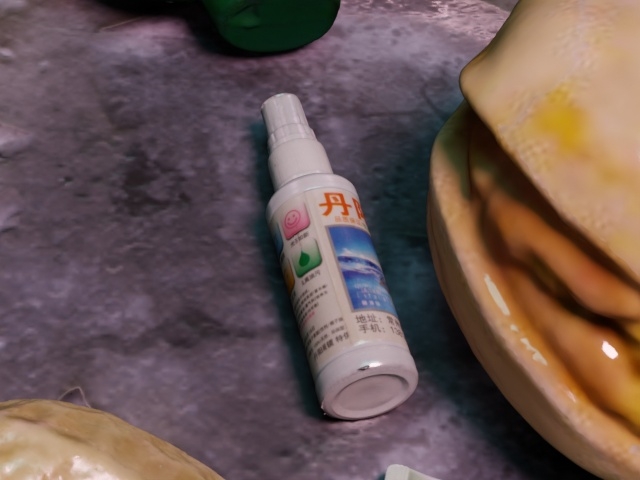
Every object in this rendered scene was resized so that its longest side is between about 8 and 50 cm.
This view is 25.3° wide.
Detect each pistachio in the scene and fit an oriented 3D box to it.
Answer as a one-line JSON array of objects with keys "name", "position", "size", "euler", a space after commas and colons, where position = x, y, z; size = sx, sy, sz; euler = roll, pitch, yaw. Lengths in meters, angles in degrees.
[{"name": "pistachio", "position": [0.171, -0.019, 0.773], "size": [0.230, 0.230, 0.309], "euler": [-10, 50, -15]}]

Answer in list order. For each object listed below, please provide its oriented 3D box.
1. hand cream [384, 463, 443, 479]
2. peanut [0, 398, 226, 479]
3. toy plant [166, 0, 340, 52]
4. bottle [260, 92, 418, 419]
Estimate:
[{"name": "hand cream", "position": [0.127, 0.168, 0.729], "size": [0.205, 0.050, 0.078], "euler": [12, 52, 7]}, {"name": "peanut", "position": [-0.058, 0.158, 0.656], "size": [0.298, 0.136, 0.120], "euler": [21, 64, 9]}, {"name": "toy plant", "position": [-0.059, -0.243, 0.982], "size": [0.232, 0.112, 0.243], "euler": [16, 58, -2]}, {"name": "bottle", "position": [0.000, 0.000, 0.834], "size": [0.060, 0.060, 0.217], "euler": [-9, 54, -14]}]
